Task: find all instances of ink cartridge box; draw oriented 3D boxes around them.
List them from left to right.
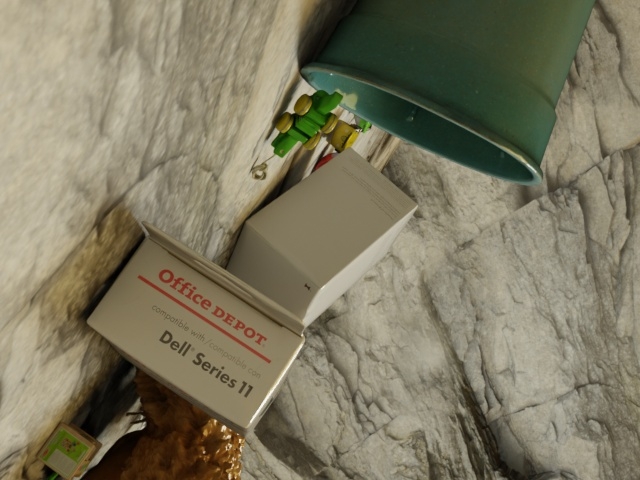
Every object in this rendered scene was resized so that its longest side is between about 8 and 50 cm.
[{"bbox_3d":[-0.137,0.118,0.959,0.119,0.207,0.353,-56,175,-16],"label":"ink cartridge box"}]

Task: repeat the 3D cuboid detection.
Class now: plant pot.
[{"bbox_3d":[0.197,-0.292,1.083,0.334,0.341,0.341,-65,175,2],"label":"plant pot"}]

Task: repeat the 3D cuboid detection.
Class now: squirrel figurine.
[{"bbox_3d":[-0.205,0.312,1.279,0.397,0.281,0.370,-56,-177,41],"label":"squirrel figurine"}]

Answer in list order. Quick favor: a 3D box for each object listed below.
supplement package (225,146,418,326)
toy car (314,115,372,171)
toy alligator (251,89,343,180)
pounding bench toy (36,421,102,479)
[{"bbox_3d":[0.000,0.000,1.497,0.293,0.175,0.177,-39,166,-39],"label":"supplement package"},{"bbox_3d":[0.064,-0.221,1.675,0.225,0.053,0.239,-55,176,-24],"label":"toy car"},{"bbox_3d":[-0.034,-0.153,1.147,0.190,0.056,0.051,-39,-149,37],"label":"toy alligator"},{"bbox_3d":[-0.327,0.281,1.070,0.083,0.052,0.065,-55,176,-13],"label":"pounding bench toy"}]
